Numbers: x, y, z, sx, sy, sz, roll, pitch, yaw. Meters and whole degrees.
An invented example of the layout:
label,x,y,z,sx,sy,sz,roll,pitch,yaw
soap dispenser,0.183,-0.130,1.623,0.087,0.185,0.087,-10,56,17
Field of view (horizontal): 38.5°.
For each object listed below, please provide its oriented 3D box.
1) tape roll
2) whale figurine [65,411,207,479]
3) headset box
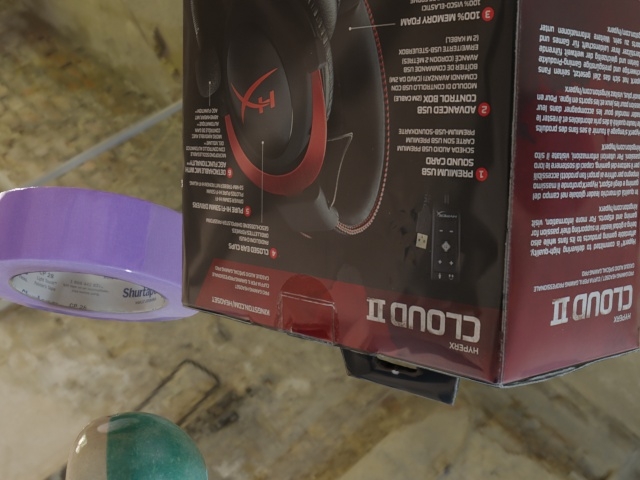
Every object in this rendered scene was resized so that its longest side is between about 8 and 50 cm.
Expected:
label,x,y,z,sx,sy,sz,roll,pitch,yaw
tape roll,-0.276,0.025,1.120,0.275,0.275,0.090,142,135,-62
whale figurine,-0.182,0.318,0.981,0.216,0.141,0.272,136,124,-84
headset box,0.035,-0.070,0.438,0.218,0.110,0.293,7,98,47
